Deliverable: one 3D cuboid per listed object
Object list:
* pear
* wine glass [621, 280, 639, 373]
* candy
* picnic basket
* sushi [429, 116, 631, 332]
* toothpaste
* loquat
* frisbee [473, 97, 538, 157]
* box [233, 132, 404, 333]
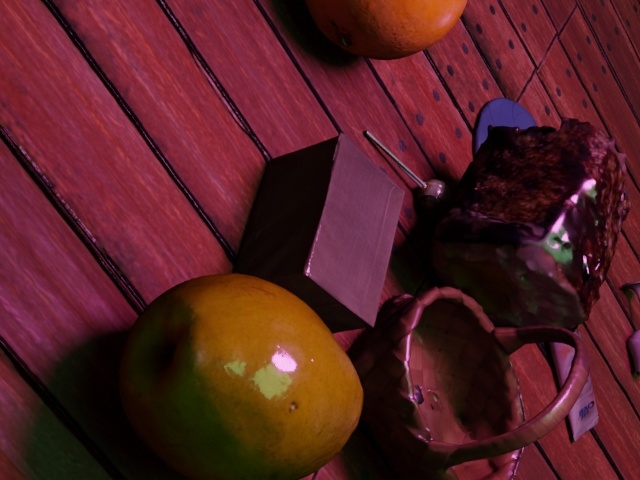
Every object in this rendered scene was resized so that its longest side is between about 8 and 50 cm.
[{"bbox_3d":[-0.087,0.167,1.178,0.307,0.253,0.252,23,62,-45],"label":"pear"},{"bbox_3d":[0.703,0.189,2.203,0.079,0.079,0.195,11,69,-47],"label":"wine glass"},{"bbox_3d":[0.142,-0.116,1.690,0.202,0.061,0.061,40,51,-24],"label":"candy"},{"bbox_3d":[0.237,0.222,1.480,0.337,0.337,0.293,59,43,-18],"label":"picnic basket"},{"bbox_3d":[0.345,-0.014,1.677,0.299,0.281,0.294,78,33,-53],"label":"sushi"},{"bbox_3d":[0.475,0.217,1.952,0.100,0.066,0.323,-23,101,-45],"label":"toothpaste"},{"bbox_3d":[0.100,-0.406,1.563,0.263,0.263,0.263,18,65,-45],"label":"loquat"},{"bbox_3d":[0.396,-0.142,1.977,0.289,0.049,0.289,18,65,-44],"label":"frisbee"},{"bbox_3d":[0.000,0.000,1.405,0.155,0.149,0.231,39,52,-35],"label":"box"}]
